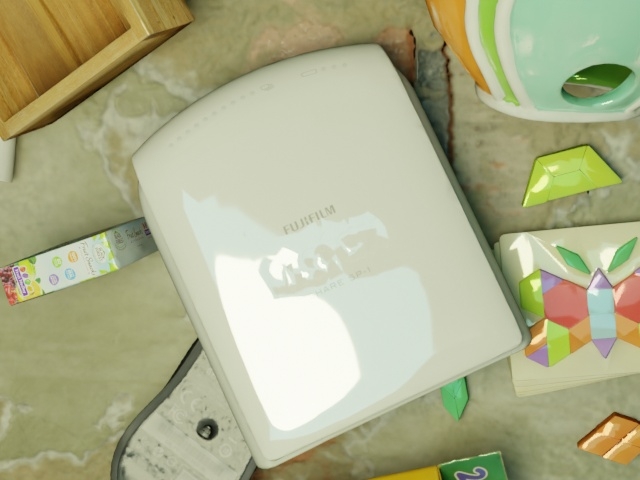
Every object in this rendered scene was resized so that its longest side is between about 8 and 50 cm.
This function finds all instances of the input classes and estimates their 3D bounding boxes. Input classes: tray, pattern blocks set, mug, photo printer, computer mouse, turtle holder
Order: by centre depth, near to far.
[{"bbox_3d":[0.226,-0.220,0.886,0.320,0.243,0.227,-12,117,-31],"label":"turtle holder"},{"bbox_3d":[0.000,0.000,0.958,0.256,0.107,0.308,-24,85,-1],"label":"photo printer"},{"bbox_3d":[-0.291,-0.312,0.959,0.203,0.076,0.411,-27,95,35],"label":"tray"},{"bbox_3d":[0.247,0.058,1.004,0.324,0.026,0.285,-21,95,10],"label":"pattern blocks set"},{"bbox_3d":[-0.312,-0.092,1.035,0.078,0.062,0.064,14,92,-2],"label":"mug"},{"bbox_3d":[-0.077,0.154,1.040,0.188,0.072,0.272,41,88,2],"label":"computer mouse"}]

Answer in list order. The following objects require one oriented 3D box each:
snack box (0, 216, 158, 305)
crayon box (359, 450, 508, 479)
[{"bbox_3d":[-0.205,0.015,0.994,0.100,0.141,0.037,-20,94,10],"label":"snack box"},{"bbox_3d":[0.021,0.305,0.991,0.323,0.083,0.203,-14,129,8],"label":"crayon box"}]
